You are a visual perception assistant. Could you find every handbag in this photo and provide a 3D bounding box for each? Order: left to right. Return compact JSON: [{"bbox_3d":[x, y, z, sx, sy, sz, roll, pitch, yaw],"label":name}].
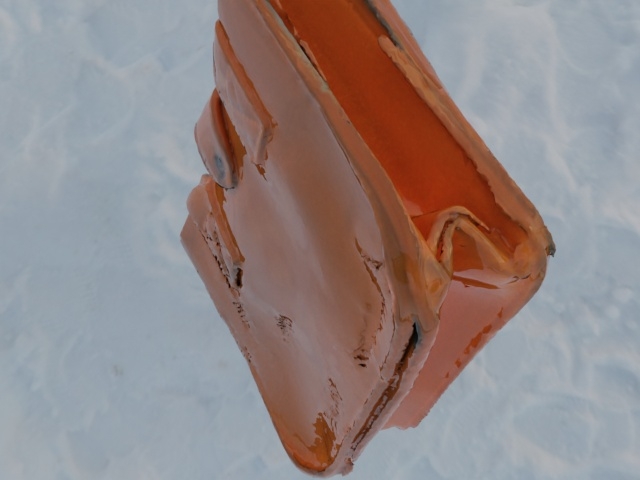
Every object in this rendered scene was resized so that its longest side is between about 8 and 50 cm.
[{"bbox_3d":[0.000,0.000,0.791,0.116,0.410,0.303,-24,69,-23],"label":"handbag"}]
